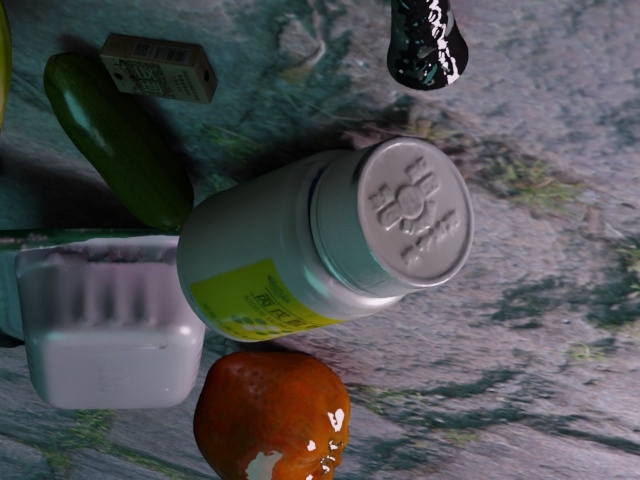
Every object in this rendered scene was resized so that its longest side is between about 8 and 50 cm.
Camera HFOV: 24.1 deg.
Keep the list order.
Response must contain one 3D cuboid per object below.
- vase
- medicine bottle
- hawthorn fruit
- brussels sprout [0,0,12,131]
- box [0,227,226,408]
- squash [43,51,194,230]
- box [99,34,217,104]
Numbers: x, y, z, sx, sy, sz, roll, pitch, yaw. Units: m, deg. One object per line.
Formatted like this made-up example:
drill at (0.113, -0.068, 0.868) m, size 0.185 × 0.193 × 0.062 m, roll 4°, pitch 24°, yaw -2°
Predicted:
vase at (0.063, -0.166, 0.970) m, size 0.059 × 0.059 × 0.167 m, roll 11°, pitch 154°, yaw 15°
medicine bottle at (0.000, 0.000, 1.254) m, size 0.143 × 0.143 × 0.258 m, roll 32°, pitch 151°, yaw -27°
hawthorn fruit at (-0.055, 0.204, 1.685) m, size 0.189 × 0.189 × 0.189 m, roll 15°, pitch 155°, yaw 7°
brussels sprout at (-0.375, -0.143, 1.102) m, size 0.344 × 0.268 × 0.344 m, roll 40°, pitch 161°, yaw 17°
box at (-0.216, 0.095, 1.553) m, size 0.264 × 0.106 × 0.337 m, roll 1°, pitch 156°, yaw -7°
squash at (-0.166, -0.075, 1.303) m, size 0.069 × 0.069 × 0.258 m, roll 6°, pitch 153°, yaw 25°
box at (-0.129, -0.137, 1.200) m, size 0.083 × 0.024 × 0.053 m, roll 8°, pitch 153°, yaw 18°
